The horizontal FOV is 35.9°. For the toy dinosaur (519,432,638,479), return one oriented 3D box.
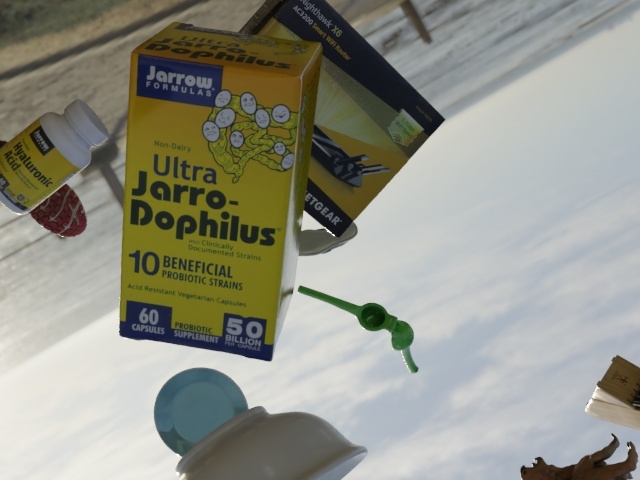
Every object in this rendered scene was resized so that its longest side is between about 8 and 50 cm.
[{"bbox_3d":[0.514,0.474,1.850,0.200,0.127,0.295,-35,-172,-8],"label":"toy dinosaur"}]

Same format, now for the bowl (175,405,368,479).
[{"bbox_3d":[-0.093,0.308,1.278,0.297,0.134,0.298,-34,164,-11],"label":"bowl"}]

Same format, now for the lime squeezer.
[{"bbox_3d":[0.103,0.154,1.813,0.110,0.310,0.059,5,-118,61],"label":"lime squeezer"}]

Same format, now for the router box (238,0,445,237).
[{"bbox_3d":[-0.008,-0.189,1.435,0.243,0.309,0.081,-48,-152,6],"label":"router box"}]

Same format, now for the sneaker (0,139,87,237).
[{"bbox_3d":[-0.507,-0.098,1.793,0.088,0.225,0.093,-45,-177,1],"label":"sneaker"}]

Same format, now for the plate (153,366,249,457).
[{"bbox_3d":[-0.231,0.337,1.928,0.188,0.188,0.024,-30,-176,4],"label":"plate"}]

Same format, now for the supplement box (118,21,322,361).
[{"bbox_3d":[-0.121,-0.063,1.207,0.194,0.357,0.195,8,-157,3],"label":"supplement box"}]

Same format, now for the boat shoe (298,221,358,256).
[{"bbox_3d":[0.000,0.000,1.598,0.125,0.046,0.038,-22,169,-22],"label":"boat shoe"}]

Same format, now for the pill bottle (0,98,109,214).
[{"bbox_3d":[-0.264,-0.083,0.955,0.116,0.065,0.065,-38,-178,5],"label":"pill bottle"}]

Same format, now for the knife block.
[{"bbox_3d":[0.698,0.356,2.083,0.088,0.242,0.276,-51,160,-17],"label":"knife block"}]
